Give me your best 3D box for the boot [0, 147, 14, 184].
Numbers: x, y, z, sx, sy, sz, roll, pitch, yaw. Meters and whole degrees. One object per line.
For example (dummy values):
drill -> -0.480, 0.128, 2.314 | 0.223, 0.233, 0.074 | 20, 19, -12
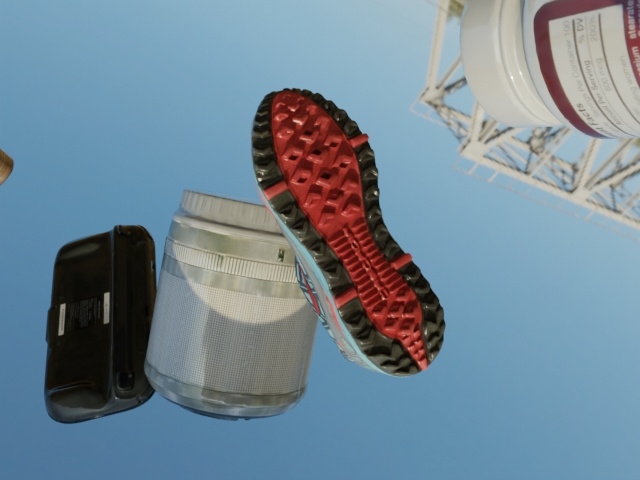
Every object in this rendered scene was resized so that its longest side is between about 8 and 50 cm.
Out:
boot -> -0.418, -0.060, 0.631 | 0.073, 0.197, 0.152 | 46, -179, 38

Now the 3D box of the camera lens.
camera lens -> -0.107, 0.082, 0.884 | 0.219, 0.274, 0.219 | 10, -176, -1

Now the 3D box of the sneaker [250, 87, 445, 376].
sneaker -> 0.000, 0.000, 0.575 | 0.104, 0.125, 0.262 | -21, -94, -24

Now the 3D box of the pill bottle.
pill bottle -> 0.332, -0.205, 0.600 | 0.224, 0.224, 0.392 | 16, 176, -34

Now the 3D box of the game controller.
game controller -> -0.326, 0.112, 0.992 | 0.067, 0.166, 0.319 | 60, -166, -51
